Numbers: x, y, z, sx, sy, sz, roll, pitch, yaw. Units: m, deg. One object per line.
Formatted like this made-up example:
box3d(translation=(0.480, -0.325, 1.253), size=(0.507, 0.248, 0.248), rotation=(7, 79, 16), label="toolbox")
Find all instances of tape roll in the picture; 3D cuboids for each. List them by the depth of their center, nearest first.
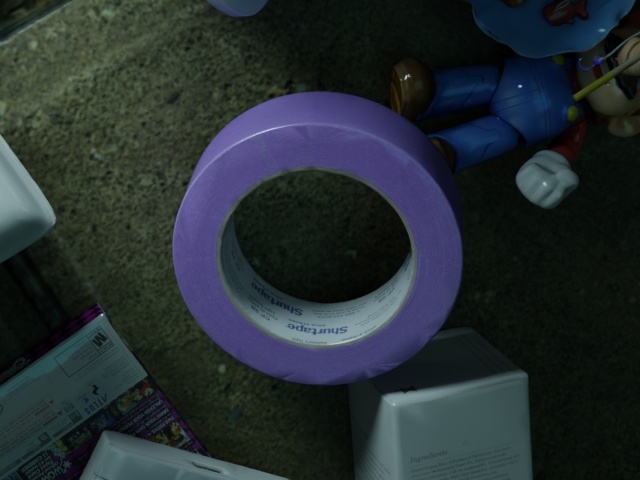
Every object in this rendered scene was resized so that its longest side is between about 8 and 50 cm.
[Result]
box3d(translation=(0.000, 0.000, 1.389), size=(0.274, 0.090, 0.275), rotation=(2, 115, 3), label="tape roll")

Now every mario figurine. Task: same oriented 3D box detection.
box3d(translation=(0.238, -0.160, 1.432), size=(0.320, 0.170, 0.198), rotation=(-18, 124, -9), label="mario figurine")

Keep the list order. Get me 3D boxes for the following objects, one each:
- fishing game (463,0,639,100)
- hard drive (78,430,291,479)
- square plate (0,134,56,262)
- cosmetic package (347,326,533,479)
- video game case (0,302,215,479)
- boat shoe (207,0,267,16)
box3d(translation=(0.220, -0.267, 1.397), size=(0.189, 0.041, 0.264), rotation=(-28, 77, -8), label="fishing game")
box3d(translation=(-0.191, 0.380, 1.484), size=(0.233, 0.047, 0.353), rotation=(21, 103, -30), label="hard drive")
box3d(translation=(-0.456, -0.065, 1.200), size=(0.347, 0.049, 0.344), rotation=(-34, 86, -14), label="square plate")
box3d(translation=(0.123, 0.209, 1.512), size=(0.151, 0.151, 0.184), rotation=(-10, 109, -16), label="cosmetic package")
box3d(translation=(-0.256, 0.210, 1.443), size=(0.232, 0.042, 0.210), rotation=(-36, 114, -6), label="video game case")
box3d(translation=(-0.153, -0.326, 1.295), size=(0.301, 0.102, 0.108), rotation=(52, 55, -28), label="boat shoe")
